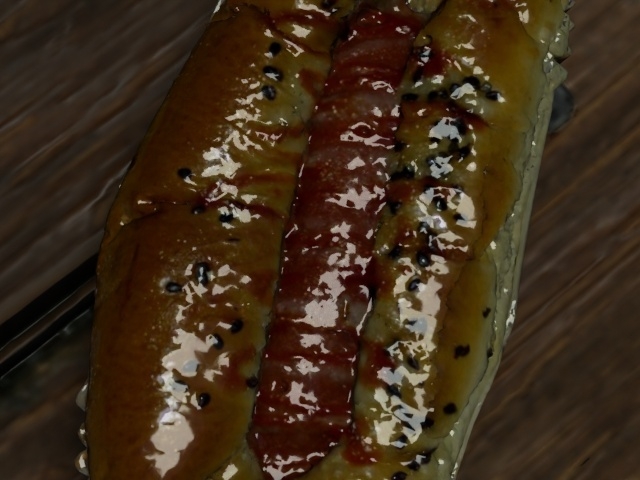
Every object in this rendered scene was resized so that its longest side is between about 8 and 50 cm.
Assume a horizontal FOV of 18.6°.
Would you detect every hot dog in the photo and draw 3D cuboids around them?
[{"bbox_3d":[0.000,0.000,0.675,0.144,0.075,0.268,18,76,-4],"label":"hot dog"}]
